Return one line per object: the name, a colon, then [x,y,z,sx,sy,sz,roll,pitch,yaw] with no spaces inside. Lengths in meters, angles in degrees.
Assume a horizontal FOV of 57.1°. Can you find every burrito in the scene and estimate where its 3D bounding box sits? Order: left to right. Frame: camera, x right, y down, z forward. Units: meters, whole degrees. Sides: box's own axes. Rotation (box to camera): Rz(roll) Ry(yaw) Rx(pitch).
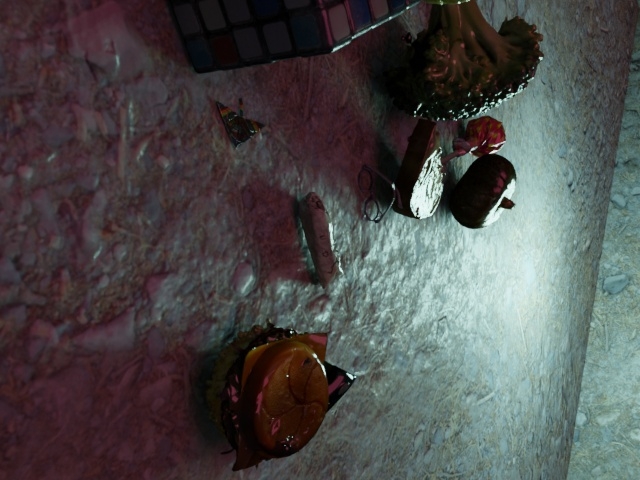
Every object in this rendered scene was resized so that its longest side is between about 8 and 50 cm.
burrito: [0.001,0.000,1.174,0.064,0.064,0.203,-38,122,-43]

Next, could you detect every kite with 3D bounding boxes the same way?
kite: [-0.140,-0.204,1.027,0.122,0.004,0.090,10,84,-51]

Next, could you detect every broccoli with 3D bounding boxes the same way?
broccoli: [0.305,-0.412,1.304,0.293,0.347,0.281,-17,95,-55]

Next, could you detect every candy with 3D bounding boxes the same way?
candy: [0.382,-0.246,1.613,0.365,0.124,0.124,-29,115,-34]

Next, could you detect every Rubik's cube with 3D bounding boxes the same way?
Rubik's cube: [-0.054,-0.444,0.892,0.287,0.291,0.293,-42,122,-41]

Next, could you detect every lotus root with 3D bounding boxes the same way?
lotus root: [0.226,-0.140,1.374,0.170,0.074,0.261,-57,154,-16]

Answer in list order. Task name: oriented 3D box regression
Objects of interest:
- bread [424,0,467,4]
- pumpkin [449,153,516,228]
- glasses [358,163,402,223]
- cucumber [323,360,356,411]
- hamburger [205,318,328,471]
bread: [0.170,-0.414,0.852,0.086,0.125,0.156,33,52,-56]
pumpkin: [0.463,-0.125,1.632,0.219,0.162,0.219,-47,158,-25]
glasses: [0.147,-0.104,1.311,0.062,0.103,0.140,-29,111,-45]
cucumber: [-0.001,0.308,1.182,0.193,0.085,0.115,-43,126,-33]
hamburger: [-0.090,0.266,1.014,0.243,0.138,0.262,3,90,-49]
